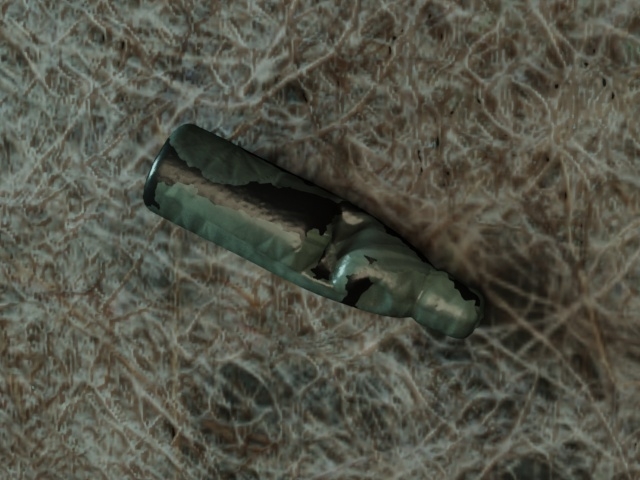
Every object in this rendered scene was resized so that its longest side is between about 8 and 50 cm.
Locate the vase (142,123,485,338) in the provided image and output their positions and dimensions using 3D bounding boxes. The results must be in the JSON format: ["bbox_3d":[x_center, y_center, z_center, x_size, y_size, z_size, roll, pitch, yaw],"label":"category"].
[{"bbox_3d":[0.000,0.000,1.141,0.211,0.060,0.060,26,107,10],"label":"vase"}]
